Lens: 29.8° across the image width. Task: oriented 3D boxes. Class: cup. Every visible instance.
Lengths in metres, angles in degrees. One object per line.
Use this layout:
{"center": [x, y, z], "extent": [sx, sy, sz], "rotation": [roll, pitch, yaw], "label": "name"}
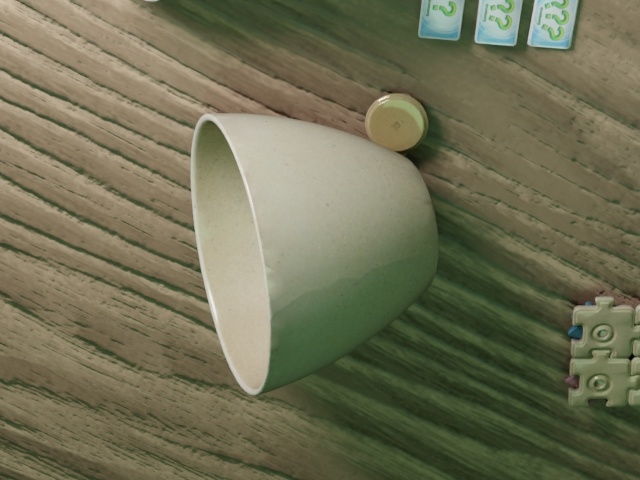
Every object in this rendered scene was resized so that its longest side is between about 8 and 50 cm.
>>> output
{"center": [0.000, 0.000, 1.428], "extent": [0.237, 0.331, 0.331], "rotation": [-9, 122, -17], "label": "cup"}

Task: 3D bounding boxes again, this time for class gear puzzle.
{"center": [0.494, 0.138, 1.579], "extent": [0.339, 0.044, 0.175], "rotation": [-1, 118, 5], "label": "gear puzzle"}

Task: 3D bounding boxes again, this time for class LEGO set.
{"center": [0.212, -0.326, 1.331], "extent": [0.182, 0.060, 0.244], "rotation": [6, 120, 0], "label": "LEGO set"}

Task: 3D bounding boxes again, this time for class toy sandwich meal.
{"center": [0.094, -0.143, 1.470], "extent": [0.085, 0.029, 0.085], "rotation": [3, 116, 7], "label": "toy sandwich meal"}
